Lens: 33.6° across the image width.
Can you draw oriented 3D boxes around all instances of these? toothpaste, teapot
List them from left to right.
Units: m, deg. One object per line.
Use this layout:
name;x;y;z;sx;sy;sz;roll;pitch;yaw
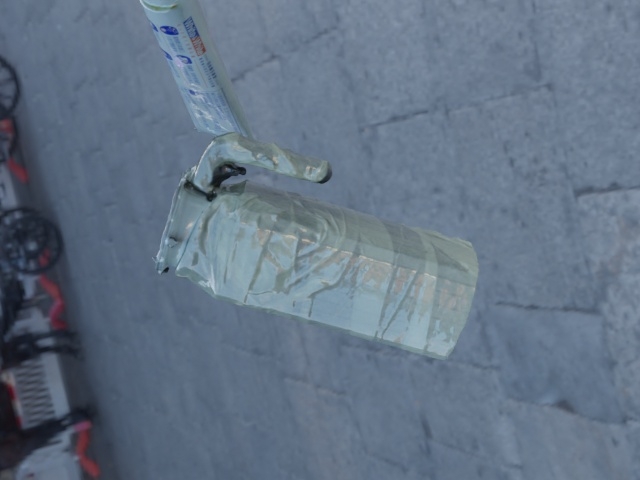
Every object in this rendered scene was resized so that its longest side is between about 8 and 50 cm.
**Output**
toothpaste;-0.083;-0.116;0.704;0.218;0.052;0.033;74;-145;-67
teapot;0.000;0.000;0.680;0.077;0.200;0.107;-90;17;-64
